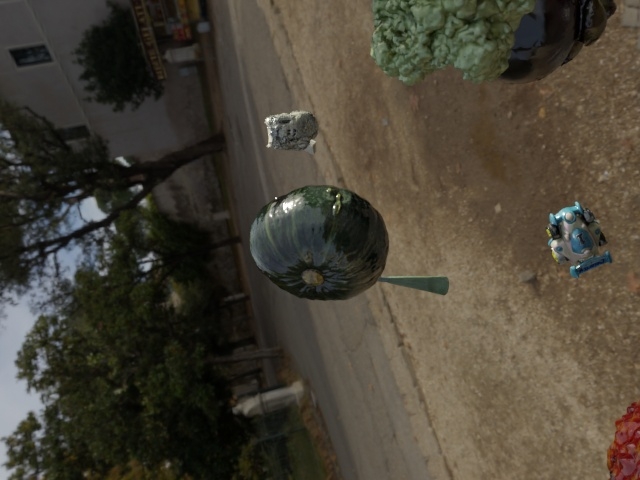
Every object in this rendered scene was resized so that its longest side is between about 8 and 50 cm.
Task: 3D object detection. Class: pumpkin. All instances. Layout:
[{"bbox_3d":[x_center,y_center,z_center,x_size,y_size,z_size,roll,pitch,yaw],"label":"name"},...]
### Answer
[{"bbox_3d":[-0.001,0.002,0.811,0.211,0.212,0.152,86,-175,-45],"label":"pumpkin"}]

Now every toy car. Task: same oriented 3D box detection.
[{"bbox_3d":[0.617,-0.002,1.267,0.161,0.126,0.098,56,-167,-33],"label":"toy car"}]

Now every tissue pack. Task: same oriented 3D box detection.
[{"bbox_3d":[-0.064,-0.310,1.672,0.108,0.023,0.056,27,159,12],"label":"tissue pack"}]

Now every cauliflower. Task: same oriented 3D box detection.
[{"bbox_3d":[0.225,-0.363,0.794,0.327,0.281,0.260,-39,43,49],"label":"cauliflower"}]

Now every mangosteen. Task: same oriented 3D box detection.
[{"bbox_3d":[0.643,-0.673,1.615,0.422,0.381,0.380,-2,106,36],"label":"mangosteen"}]

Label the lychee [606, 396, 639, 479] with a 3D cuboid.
[{"bbox_3d":[0.728,0.454,0.939,0.499,0.425,0.424,114,146,-42],"label":"lychee"}]

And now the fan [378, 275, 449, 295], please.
[{"bbox_3d":[0.162,0.078,1.026,0.016,0.193,0.038,-174,92,-70],"label":"fan"}]

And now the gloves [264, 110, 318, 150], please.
[{"bbox_3d":[-0.079,-0.309,1.519,0.070,0.153,0.114,-151,53,-70],"label":"gloves"}]
